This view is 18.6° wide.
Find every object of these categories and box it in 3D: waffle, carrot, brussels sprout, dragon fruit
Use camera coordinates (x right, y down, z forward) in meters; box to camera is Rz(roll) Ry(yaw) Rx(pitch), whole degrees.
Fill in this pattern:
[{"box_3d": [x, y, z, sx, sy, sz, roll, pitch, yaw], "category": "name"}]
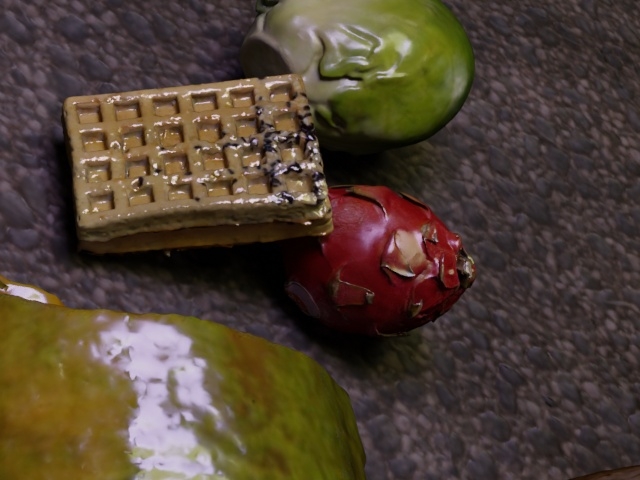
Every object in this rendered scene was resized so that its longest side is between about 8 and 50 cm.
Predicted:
[{"box_3d": [-0.071, -0.043, 1.119, 0.148, 0.042, 0.102, -6, 54, -8], "category": "waffle"}, {"box_3d": [-0.092, 0.143, 0.832, 0.241, 0.241, 0.341, 10, 51, -33], "category": "carrot"}, {"box_3d": [0.024, -0.115, 1.251, 0.155, 0.117, 0.155, 7, 44, -7], "category": "brussels sprout"}, {"box_3d": [0.000, 0.000, 1.169, 0.190, 0.094, 0.094, 25, 36, 20], "category": "dragon fruit"}]

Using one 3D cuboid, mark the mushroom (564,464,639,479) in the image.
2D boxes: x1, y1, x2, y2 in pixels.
[{"box_3d": [0.172, 0.240, 0.905, 0.345, 0.239, 0.345, -2, 63, 4], "category": "mushroom"}]
